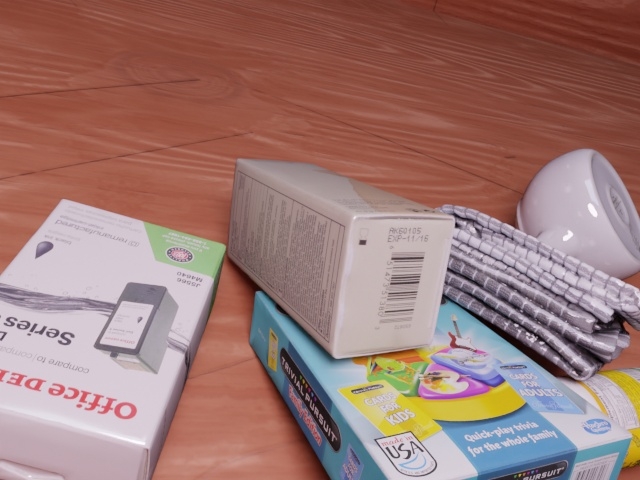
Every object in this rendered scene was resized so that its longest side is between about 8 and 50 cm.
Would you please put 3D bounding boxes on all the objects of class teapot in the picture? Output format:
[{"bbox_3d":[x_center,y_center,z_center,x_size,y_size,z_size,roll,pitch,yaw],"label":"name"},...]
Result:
[{"bbox_3d":[0.434,-0.027,1.000,0.256,0.187,0.252,27,52,-35],"label":"teapot"}]

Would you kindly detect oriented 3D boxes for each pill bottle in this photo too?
[{"bbox_3d":[0.327,0.222,0.691,0.209,0.117,0.117,1,42,-24],"label":"pill bottle"}]

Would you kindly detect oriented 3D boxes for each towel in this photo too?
[{"bbox_3d":[0.284,0.068,0.772,0.284,0.121,0.235,32,8,31],"label":"towel"}]

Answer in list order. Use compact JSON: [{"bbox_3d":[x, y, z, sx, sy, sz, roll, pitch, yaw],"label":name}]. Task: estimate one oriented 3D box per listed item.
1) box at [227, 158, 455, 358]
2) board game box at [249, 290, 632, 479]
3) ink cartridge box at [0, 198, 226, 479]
[{"bbox_3d":[0.000,0.000,0.662,0.121,0.147,0.311,-1,18,-28],"label":"box"},{"bbox_3d":[0.097,0.151,0.610,0.254,0.079,0.336,-1,22,-26],"label":"board game box"},{"bbox_3d":[-0.230,0.100,0.585,0.199,0.114,0.272,16,38,-6],"label":"ink cartridge box"}]
